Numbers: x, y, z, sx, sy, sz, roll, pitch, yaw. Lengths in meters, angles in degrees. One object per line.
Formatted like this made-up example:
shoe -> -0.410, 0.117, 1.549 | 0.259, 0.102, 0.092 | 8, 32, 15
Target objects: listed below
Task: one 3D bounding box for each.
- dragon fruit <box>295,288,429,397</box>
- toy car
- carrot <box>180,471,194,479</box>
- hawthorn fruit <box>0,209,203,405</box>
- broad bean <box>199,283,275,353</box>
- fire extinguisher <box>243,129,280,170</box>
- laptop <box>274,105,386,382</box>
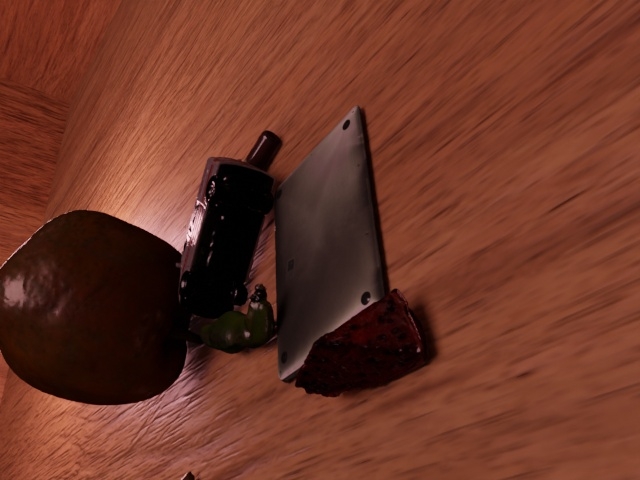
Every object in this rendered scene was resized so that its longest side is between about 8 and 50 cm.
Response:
dragon fruit -> 0.030, 0.093, 0.590 | 0.131, 0.097, 0.063 | 114, 161, -54
toy car -> -0.134, -0.006, 0.889 | 0.108, 0.089, 0.209 | 27, 103, 60
carrot -> -0.203, 0.411, 0.818 | 0.061, 0.061, 0.256 | -16, 58, 57
hawthorn fruit -> -0.297, 0.108, 0.956 | 0.268, 0.301, 0.268 | 21, -90, -77
broad bean -> -0.095, 0.106, 0.809 | 0.195, 0.046, 0.061 | -39, 70, 55
fire extinguisher -> -0.112, -0.085, 0.965 | 0.173, 0.035, 0.049 | -53, 37, 24
laptop -> 0.000, 0.000, 0.740 | 0.187, 0.015, 0.269 | -42, 40, 42
